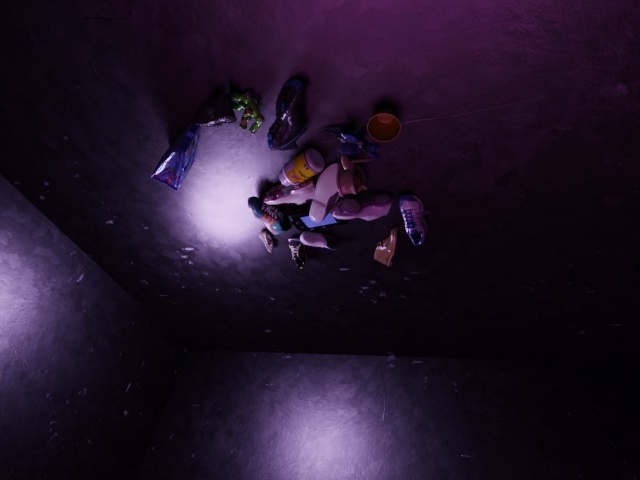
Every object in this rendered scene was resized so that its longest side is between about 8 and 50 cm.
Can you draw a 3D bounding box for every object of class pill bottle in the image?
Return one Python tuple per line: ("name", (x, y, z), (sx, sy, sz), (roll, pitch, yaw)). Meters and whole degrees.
("pill bottle", (-0.094, -0.337, 1.947), (0.215, 0.117, 0.117), (-25, 127, 37))

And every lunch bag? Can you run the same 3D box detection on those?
("lunch bag", (-0.648, -0.417, 1.927), (0.138, 0.221, 0.293), (28, 138, -18))

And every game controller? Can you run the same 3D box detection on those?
("game controller", (-0.009, -0.119, 2.220), (0.319, 0.067, 0.166), (-9, 135, 26))

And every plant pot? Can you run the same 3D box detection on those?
("plant pot", (0.263, -0.485, 1.691), (0.134, 0.095, 0.134), (8, 140, 7))

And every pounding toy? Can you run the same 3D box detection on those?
("pounding toy", (0.165, -0.277, 1.855), (0.155, 0.154, 0.269), (-8, 170, 24))

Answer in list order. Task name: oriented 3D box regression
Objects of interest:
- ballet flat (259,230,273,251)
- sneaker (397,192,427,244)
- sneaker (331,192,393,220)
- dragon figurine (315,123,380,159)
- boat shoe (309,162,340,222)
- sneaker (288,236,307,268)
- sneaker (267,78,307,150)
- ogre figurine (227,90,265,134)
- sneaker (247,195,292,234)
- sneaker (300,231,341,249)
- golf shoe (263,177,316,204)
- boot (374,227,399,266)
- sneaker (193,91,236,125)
("ballet flat", (-0.310, 0.009, 2.465), (0.052, 0.057, 0.168), (-13, 135, 15))
("sneaker", (0.465, -0.102, 2.059), (0.112, 0.131, 0.296), (-11, 133, 29))
("sneaker", (0.207, -0.140, 2.057), (0.305, 0.114, 0.152), (-9, 147, -3))
("dragon figurine", (0.121, -0.422, 1.756), (0.289, 0.144, 0.085), (13, 128, 0))
("boat shoe", (0.042, -0.237, 2.030), (0.116, 0.099, 0.319), (34, 119, 19))
("sneaker", (-0.131, 0.078, 2.461), (0.084, 0.097, 0.235), (-4, 137, 19))
("sneaker", (-0.121, -0.527, 1.761), (0.139, 0.125, 0.341), (-1, 144, -27))
("ogre figurine", (-0.311, -0.557, 1.775), (0.118, 0.097, 0.197), (-8, 104, 41))
("sneaker", (-0.266, -0.146, 2.237), (0.121, 0.108, 0.302), (-14, 141, 28))
("sneaker", (0.000, 0.000, 2.360), (0.237, 0.085, 0.086), (13, 174, -8))
("golf shoe", (-0.150, -0.224, 2.105), (0.306, 0.115, 0.140), (-13, 137, 30))
("boot", (0.363, 0.034, 2.274), (0.115, 0.112, 0.305), (19, 143, 10))
("sneaker", (-0.459, -0.563, 1.793), (0.286, 0.109, 0.130), (4, 100, 43))
